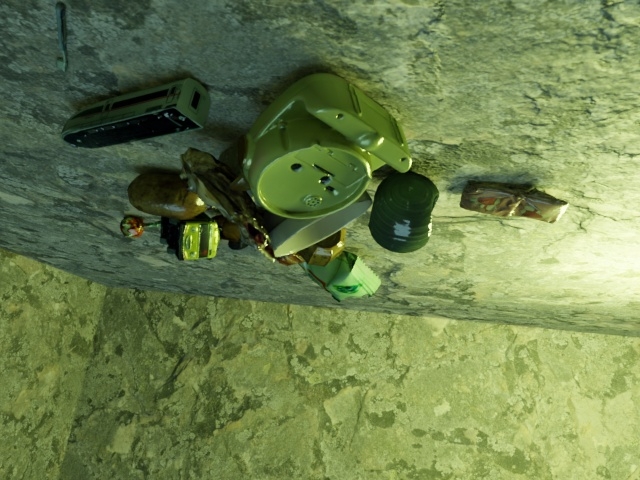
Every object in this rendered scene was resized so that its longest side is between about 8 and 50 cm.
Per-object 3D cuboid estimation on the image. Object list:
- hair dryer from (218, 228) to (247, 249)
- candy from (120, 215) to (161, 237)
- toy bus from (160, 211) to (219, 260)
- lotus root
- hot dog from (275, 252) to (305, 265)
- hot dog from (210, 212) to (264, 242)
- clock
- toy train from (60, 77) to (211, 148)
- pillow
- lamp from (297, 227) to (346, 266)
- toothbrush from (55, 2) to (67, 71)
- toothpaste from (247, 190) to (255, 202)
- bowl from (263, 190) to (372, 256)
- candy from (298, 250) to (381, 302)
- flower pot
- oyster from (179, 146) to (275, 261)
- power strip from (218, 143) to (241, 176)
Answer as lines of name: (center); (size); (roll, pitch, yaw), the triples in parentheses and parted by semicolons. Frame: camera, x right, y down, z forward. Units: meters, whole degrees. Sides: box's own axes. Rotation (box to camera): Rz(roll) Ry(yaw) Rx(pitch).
hair dryer: (-0.341, -0.042, 1.982); (0.219, 0.075, 0.196); (25, 148, -26)
candy: (-0.620, -0.064, 2.044); (0.288, 0.078, 0.084); (-7, 123, 16)
toy bus: (-0.417, -0.031, 1.721); (0.150, 0.127, 0.262); (-1, -163, -28)
lotus root: (-0.430, -0.127, 1.590); (0.261, 0.128, 0.145); (11, 178, -2)
hot dog: (-0.112, 0.039, 2.020); (0.213, 0.103, 0.146); (-9, 138, 40)
hot dog: (-0.248, -0.045, 1.805); (0.327, 0.107, 0.194); (8, -178, 17)
clock: (-0.019, -0.156, 1.104); (0.349, 0.117, 0.286); (-33, 142, 32)
toy train: (-0.414, -0.266, 1.166); (0.408, 0.088, 0.086); (-2, 159, 32)
pillow: (0.483, -0.098, 1.377); (0.249, 0.049, 0.135); (9, 164, 11)
lamp: (0.000, 0.000, 1.771); (0.162, 0.161, 0.185); (11, 164, -8)
toothbrush: (-0.472, -0.364, 0.992); (0.019, 0.016, 0.219); (23, 161, -18)
toothpaste: (-0.230, -0.156, 1.539); (0.090, 0.057, 0.234); (7, 156, 7)
bowl: (-0.026, -0.086, 1.379); (0.287, 0.143, 0.287); (-29, 172, -5)
candy: (0.015, 0.100, 2.167); (0.398, 0.171, 0.263); (22, 162, 29)
flower pot: (0.205, -0.069, 1.356); (0.157, 0.189, 0.243); (12, 155, 7)
oyster: (-0.201, -0.078, 1.258); (0.275, 0.100, 0.271); (30, 151, 39)
power strip: (-0.178, -0.182, 1.307); (0.070, 0.105, 0.257); (20, 160, -30)
